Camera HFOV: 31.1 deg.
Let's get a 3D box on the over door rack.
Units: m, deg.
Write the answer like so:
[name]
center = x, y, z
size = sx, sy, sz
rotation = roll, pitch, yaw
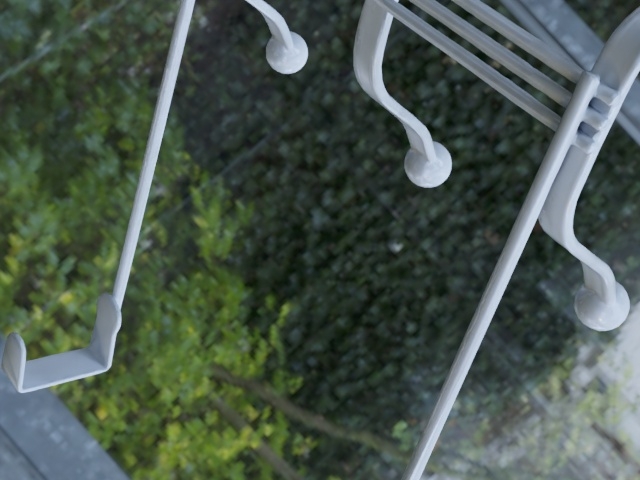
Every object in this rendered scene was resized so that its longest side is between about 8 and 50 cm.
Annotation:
[over door rack]
center = 0.000, 0.000, 0.505
size = 0.108, 0.239, 0.324
rotation = 4, 121, -46
